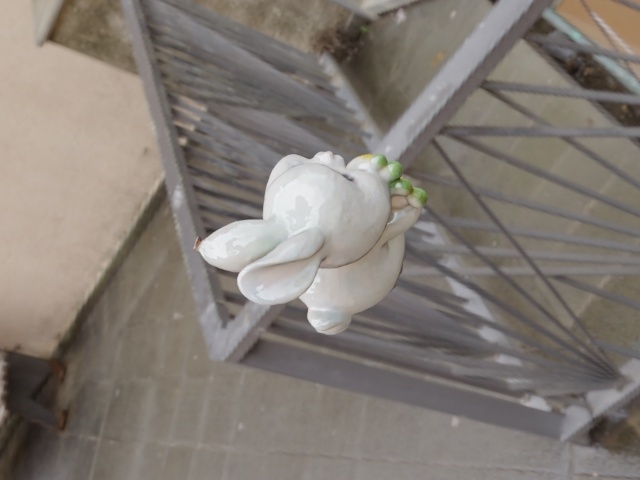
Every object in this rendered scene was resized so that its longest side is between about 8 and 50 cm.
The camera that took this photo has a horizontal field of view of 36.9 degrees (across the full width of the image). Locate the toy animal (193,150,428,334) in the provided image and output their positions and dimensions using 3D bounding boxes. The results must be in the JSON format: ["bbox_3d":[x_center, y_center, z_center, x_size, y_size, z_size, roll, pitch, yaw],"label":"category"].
[{"bbox_3d":[0.001,-0.007,1.241,0.182,0.310,0.247,34,83,20],"label":"toy animal"}]
